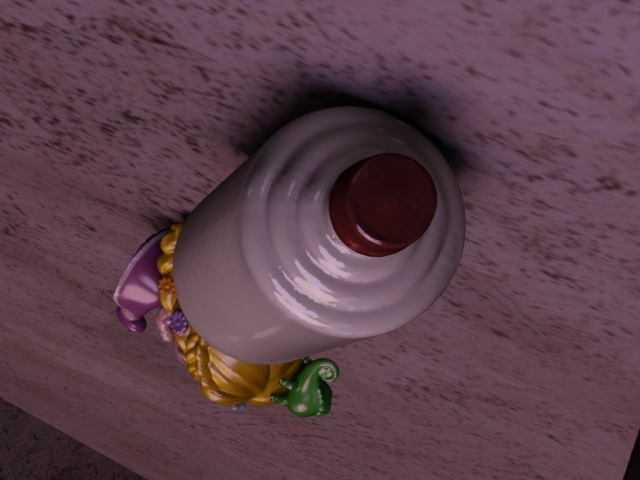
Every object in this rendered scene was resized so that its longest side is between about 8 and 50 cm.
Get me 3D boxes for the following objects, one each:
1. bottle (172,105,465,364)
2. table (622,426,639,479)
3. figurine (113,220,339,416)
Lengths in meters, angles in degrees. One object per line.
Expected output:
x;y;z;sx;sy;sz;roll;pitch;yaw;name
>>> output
0.000;0.000;0.837;0.104;0.104;0.245;27;166;-9;bottle
0.257;0.198;0.992;0.193;0.172;0.169;16;163;19;table
-0.052;0.050;1.157;0.156;0.095;0.115;40;148;13;figurine
